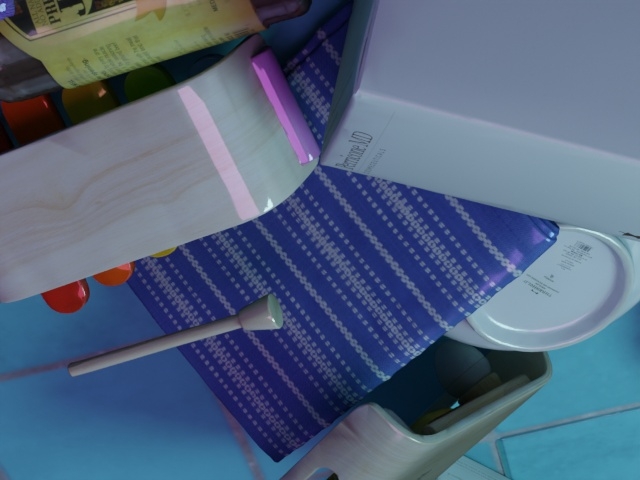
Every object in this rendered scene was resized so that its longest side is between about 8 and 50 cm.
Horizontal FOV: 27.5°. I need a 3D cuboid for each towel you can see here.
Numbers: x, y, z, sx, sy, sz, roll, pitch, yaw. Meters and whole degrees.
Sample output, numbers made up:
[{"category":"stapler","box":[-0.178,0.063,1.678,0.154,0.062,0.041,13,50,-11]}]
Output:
[{"category":"towel","box":[0.000,0.000,1.056,0.336,0.040,0.243,-42,85,28]}]

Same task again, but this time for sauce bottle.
[{"category":"sauce bottle","box":[-0.182,-0.161,0.929,0.344,0.111,0.111,-17,131,7]}]

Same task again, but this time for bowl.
[{"category":"bowl","box":[0.177,-0.002,1.094,0.298,0.134,0.298,-3,132,-3]}]

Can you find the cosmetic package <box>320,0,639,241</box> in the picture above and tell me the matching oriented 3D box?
[{"category":"cosmetic package","box":[0.198,-0.099,0.880,0.365,0.155,0.197,12,170,-3]}]

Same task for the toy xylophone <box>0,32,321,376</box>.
[{"category":"toy xylophone","box":[-0.155,-0.022,1.021,0.322,0.081,0.236,-10,114,16]}]

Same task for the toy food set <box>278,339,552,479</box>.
[{"category":"toy food set","box":[0.061,0.178,1.175,0.220,0.092,0.306,-47,162,30]}]

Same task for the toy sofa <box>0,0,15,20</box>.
[{"category":"toy sofa","box":[-0.322,-0.257,0.757,0.362,0.150,0.177,16,89,-18]}]

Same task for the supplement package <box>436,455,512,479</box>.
[{"category":"supplement package","box":[0.136,0.389,1.327,0.177,0.293,0.175,31,122,-27]}]
